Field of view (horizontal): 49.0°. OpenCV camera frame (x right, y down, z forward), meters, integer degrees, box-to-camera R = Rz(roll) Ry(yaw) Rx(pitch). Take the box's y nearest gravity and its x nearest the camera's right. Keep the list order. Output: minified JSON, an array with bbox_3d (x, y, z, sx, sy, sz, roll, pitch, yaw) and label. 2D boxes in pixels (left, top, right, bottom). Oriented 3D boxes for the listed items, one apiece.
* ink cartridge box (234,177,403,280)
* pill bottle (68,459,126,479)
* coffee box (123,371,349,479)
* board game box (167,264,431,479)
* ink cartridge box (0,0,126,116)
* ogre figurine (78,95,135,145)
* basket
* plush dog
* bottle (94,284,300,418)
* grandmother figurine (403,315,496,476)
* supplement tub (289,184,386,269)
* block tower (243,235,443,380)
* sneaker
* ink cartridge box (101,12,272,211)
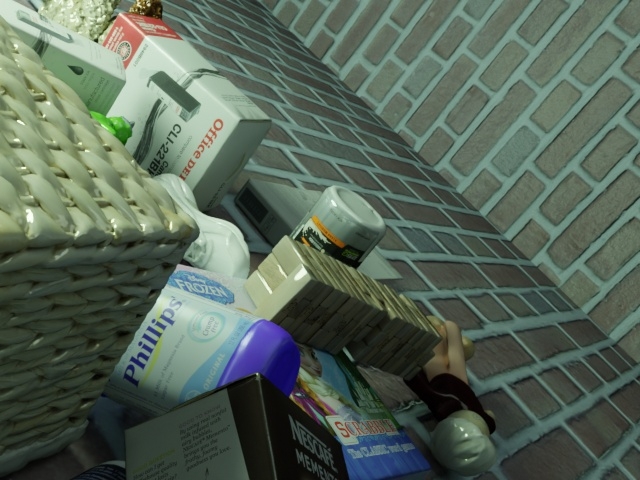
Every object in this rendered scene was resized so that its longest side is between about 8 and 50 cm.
[{"bbox_3d":[0.000,0.000,1.324,0.275,0.060,0.239,48,21,25],"label":"ink cartridge box"},{"bbox_3d":[-0.170,0.221,0.521,0.094,0.094,0.169,44,21,15],"label":"pill bottle"},{"bbox_3d":[-0.032,0.266,0.471,0.168,0.119,0.297,53,17,-49],"label":"coffee box"},{"bbox_3d":[-0.046,0.171,0.827,0.318,0.066,0.318,50,16,29],"label":"board game box"},{"bbox_3d":[-0.405,-0.226,0.974,0.218,0.158,0.092,23,26,-34],"label":"ink cartridge box"},{"bbox_3d":[-0.326,-0.124,0.951,0.197,0.118,0.097,17,29,-46],"label":"ogre figurine"},{"bbox_3d":[-0.329,-0.007,0.497,0.331,0.266,0.328,44,22,20],"label":"basket"},{"bbox_3d":[-0.385,-0.364,1.270,0.225,0.262,0.210,30,53,4],"label":"plush dog"},{"bbox_3d":[-0.163,0.098,0.660,0.283,0.118,0.092,17,-25,22],"label":"bottle"},{"bbox_3d":[0.207,0.240,1.116,0.208,0.104,0.342,26,20,-9],"label":"grandmother figurine"},{"bbox_3d":[0.005,0.018,1.106,0.117,0.190,0.117,32,21,-14],"label":"supplement tub"},{"bbox_3d":[0.041,0.099,0.956,0.335,0.091,0.097,28,19,-48],"label":"block tower"},{"bbox_3d":[-0.200,-0.007,0.988,0.232,0.090,0.115,38,25,24],"label":"sneaker"},{"bbox_3d":[-0.245,-0.201,1.136,0.273,0.197,0.114,42,22,10],"label":"ink cartridge box"}]
